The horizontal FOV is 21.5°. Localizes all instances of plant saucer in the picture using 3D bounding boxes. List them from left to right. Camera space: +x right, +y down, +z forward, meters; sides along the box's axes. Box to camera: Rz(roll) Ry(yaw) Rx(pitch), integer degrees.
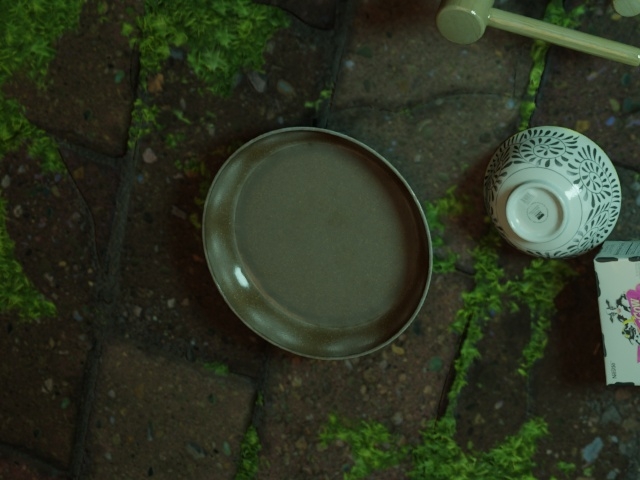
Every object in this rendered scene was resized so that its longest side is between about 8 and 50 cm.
[{"bbox_3d":[0.000,0.000,2.142,0.311,0.050,0.310,8,112,20],"label":"plant saucer"}]

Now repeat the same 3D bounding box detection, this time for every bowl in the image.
[{"bbox_3d":[0.265,-0.044,2.000,0.170,0.080,0.170,7,111,19],"label":"bowl"}]

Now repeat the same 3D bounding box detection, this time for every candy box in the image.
[{"bbox_3d":[0.430,0.085,1.986,0.196,0.070,0.165,-2,108,22],"label":"candy box"}]

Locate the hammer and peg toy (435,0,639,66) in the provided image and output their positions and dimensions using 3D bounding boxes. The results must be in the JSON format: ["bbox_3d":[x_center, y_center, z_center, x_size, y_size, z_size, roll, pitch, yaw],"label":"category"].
[{"bbox_3d":[0.277,-0.348,1.817,0.266,0.127,0.361,19,141,-6],"label":"hammer and peg toy"}]
